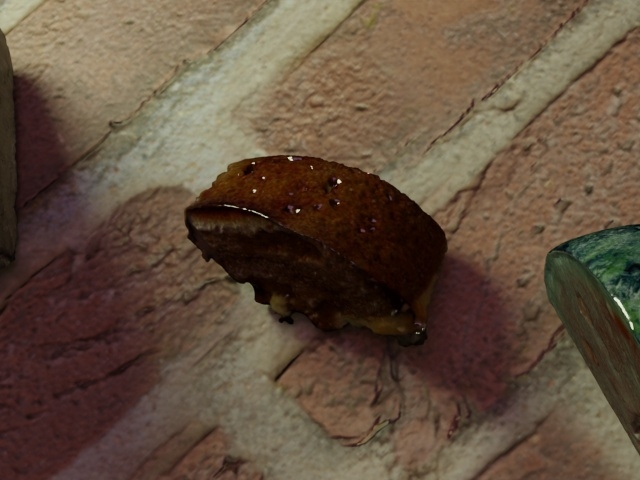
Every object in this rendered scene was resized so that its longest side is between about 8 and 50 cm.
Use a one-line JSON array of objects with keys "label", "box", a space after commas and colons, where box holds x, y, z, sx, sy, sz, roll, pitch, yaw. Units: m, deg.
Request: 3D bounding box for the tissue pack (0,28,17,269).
[{"label": "tissue pack", "box": [-0.489, -0.088, 1.551, 0.417, 0.264, 0.253, -9, 71, 7]}]

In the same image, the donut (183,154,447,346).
[{"label": "donut", "box": [0.007, -0.003, 1.506, 0.187, 0.144, 0.126, -1, 43, 36]}]

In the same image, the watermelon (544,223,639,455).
[{"label": "watermelon", "box": [0.284, 0.087, 1.372, 0.148, 0.318, 0.226, -20, 106, -4]}]
